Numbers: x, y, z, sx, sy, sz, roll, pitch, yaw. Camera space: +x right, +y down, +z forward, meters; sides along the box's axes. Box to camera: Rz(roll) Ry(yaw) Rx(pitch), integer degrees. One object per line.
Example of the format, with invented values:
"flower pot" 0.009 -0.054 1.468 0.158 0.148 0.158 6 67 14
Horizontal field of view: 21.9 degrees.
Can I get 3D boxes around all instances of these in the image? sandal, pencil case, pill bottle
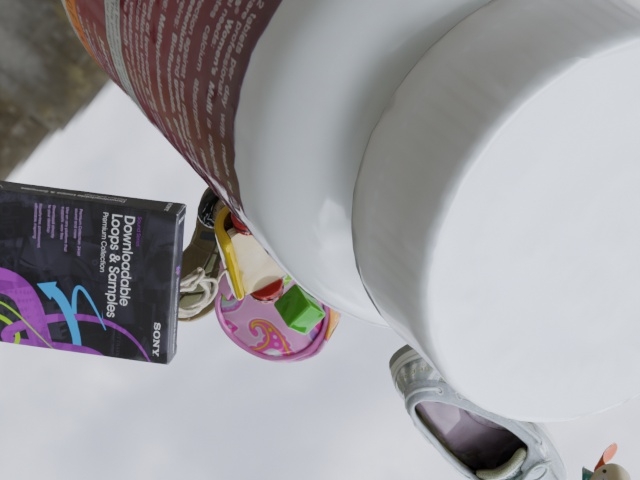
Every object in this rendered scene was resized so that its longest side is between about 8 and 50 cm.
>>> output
"sandal" -0.127 0.017 1.910 0.049 0.072 0.180 88 17 -65
"pencil case" 0.000 0.000 1.535 0.124 0.124 0.284 -37 -170 32
"pill bottle" 0.017 -0.051 0.451 0.121 0.121 0.221 -50 -140 5

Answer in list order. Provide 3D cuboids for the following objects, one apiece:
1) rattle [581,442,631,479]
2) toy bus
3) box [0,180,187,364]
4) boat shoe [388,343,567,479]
"rattle" 0.290 0.287 1.873 0.199 0.143 0.130 -85 -159 -43
"toy bus" -0.024 -0.036 1.258 0.191 0.202 0.104 -54 -130 23
"box" -0.178 0.021 1.161 0.029 0.162 0.116 -71 166 -69
"boat shoe" 0.198 0.247 2.033 0.118 0.320 0.103 -30 -145 19
